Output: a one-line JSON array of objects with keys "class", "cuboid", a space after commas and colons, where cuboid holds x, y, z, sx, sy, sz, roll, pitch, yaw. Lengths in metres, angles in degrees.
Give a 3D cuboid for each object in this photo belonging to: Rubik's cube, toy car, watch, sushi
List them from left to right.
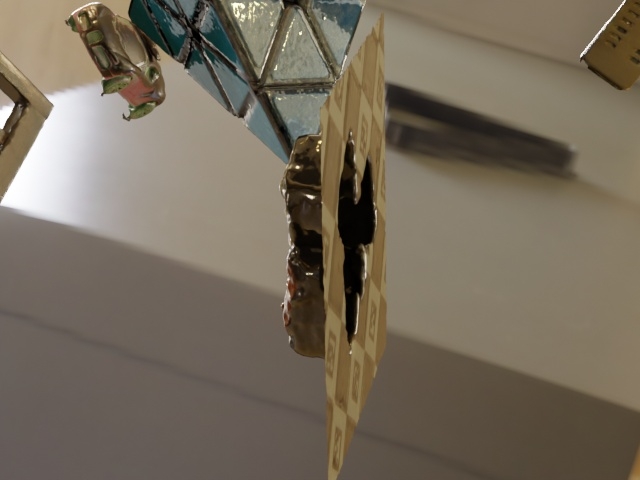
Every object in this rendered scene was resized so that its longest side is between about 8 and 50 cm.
[{"class": "toy car", "cuboid": [-0.155, -0.145, 1.313, 0.069, 0.055, 0.142, 64, 4, 11]}, {"class": "Rubik's cube", "cuboid": [-0.013, -0.140, 1.133, 0.190, 0.178, 0.211, -18, -8, -11]}, {"class": "sushi", "cuboid": [0.000, 0.000, 0.992, 0.047, 0.231, 0.219, 3, 21, 11]}, {"class": "watch", "cuboid": [0.270, -0.234, 1.206, 0.102, 0.165, 0.268, 26, -23, -1]}]

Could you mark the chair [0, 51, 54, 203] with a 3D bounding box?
[{"class": "chair", "cuboid": [-0.315, -0.186, 1.238, 0.240, 0.203, 0.416, -12, -44, 42]}]
